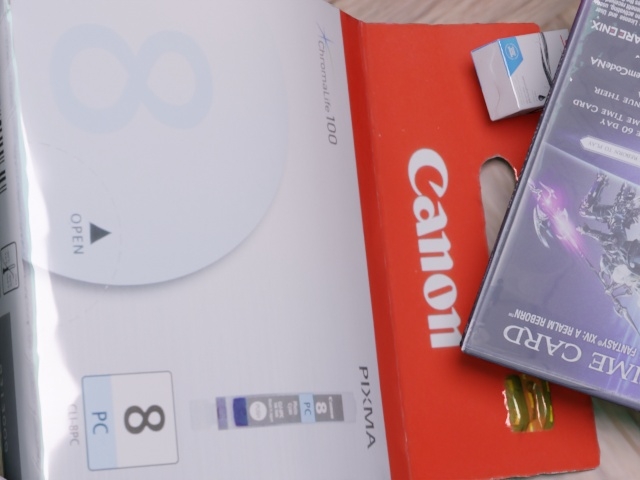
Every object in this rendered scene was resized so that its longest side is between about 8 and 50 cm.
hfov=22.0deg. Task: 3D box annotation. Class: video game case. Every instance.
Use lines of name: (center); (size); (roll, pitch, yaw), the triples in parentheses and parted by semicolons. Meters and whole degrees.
video game case: (0.218, -0.032, 0.967); (0.196, 0.026, 0.274); (19, 100, -2)

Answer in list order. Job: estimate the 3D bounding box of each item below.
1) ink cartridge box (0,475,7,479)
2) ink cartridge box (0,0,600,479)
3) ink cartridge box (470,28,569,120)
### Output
ink cartridge box: (-0.235, 0.209, 0.926); (0.045, 0.206, 0.208); (-6, 105, -40)
ink cartridge box: (0.000, 0.000, 0.972); (0.385, 0.091, 0.308); (-2, 79, -22)
ink cartridge box: (0.141, -0.109, 1.065); (0.083, 0.028, 0.048); (-14, 86, -39)
